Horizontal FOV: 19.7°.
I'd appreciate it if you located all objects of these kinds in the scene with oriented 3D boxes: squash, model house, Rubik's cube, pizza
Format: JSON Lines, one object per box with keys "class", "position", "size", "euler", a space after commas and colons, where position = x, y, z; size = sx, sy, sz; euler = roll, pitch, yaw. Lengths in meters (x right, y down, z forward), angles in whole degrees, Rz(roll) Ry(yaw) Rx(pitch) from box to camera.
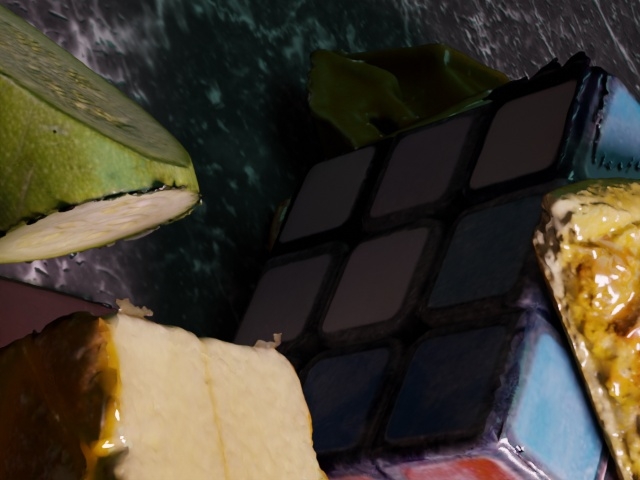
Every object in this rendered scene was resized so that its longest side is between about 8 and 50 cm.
{"class": "squash", "position": [-0.208, -0.123, 1.331], "size": [0.189, 0.189, 0.260], "euler": [-1, 71, -56]}
{"class": "model house", "position": [0.089, -0.126, 1.791], "size": [0.268, 0.173, 0.239], "euler": [22, 19, -49]}
{"class": "Rubik's cube", "position": [0.158, 0.128, 1.454], "size": [0.359, 0.362, 0.363], "euler": [40, 54, -31]}
{"class": "pizza", "position": [0.277, 0.052, 1.291], "size": [0.258, 0.087, 0.268], "euler": [-28, 96, -45]}

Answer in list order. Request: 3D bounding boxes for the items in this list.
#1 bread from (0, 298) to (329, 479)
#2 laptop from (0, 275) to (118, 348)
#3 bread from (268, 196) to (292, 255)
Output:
{"class": "bread", "position": [-0.143, 0.216, 1.093], "size": [0.207, 0.279, 0.279], "euler": [15, 53, -52]}
{"class": "laptop", "position": [-0.217, 0.096, 1.315], "size": [0.207, 0.026, 0.154], "euler": [19, 54, -48]}
{"class": "bread", "position": [-0.002, 0.000, 1.655], "size": [0.083, 0.076, 0.070], "euler": [42, 26, -28]}
